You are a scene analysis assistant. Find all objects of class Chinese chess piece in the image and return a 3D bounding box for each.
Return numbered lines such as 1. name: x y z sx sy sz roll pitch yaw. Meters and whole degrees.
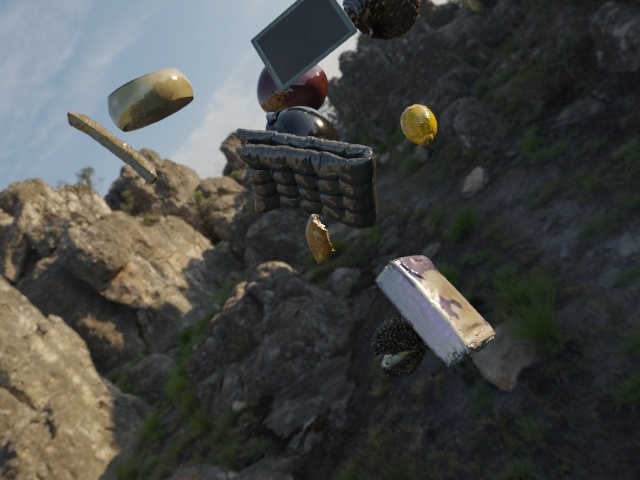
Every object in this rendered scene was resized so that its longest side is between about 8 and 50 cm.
1. Chinese chess piece: -0.495 -0.409 1.429 0.250 0.097 0.251 -24 12 6

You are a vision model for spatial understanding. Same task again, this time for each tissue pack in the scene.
1. tissue pack: 0.352 0.205 1.490 0.242 0.344 0.125 0 -44 -54

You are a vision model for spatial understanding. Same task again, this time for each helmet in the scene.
1. helmet: -0.035 -0.300 1.437 0.160 0.279 0.230 -33 -26 27

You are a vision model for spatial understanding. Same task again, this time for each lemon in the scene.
1. lemon: 0.327 -0.381 1.622 0.114 0.155 0.114 -17 -31 -10

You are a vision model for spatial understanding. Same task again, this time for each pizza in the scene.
1. pizza: -0.006 -0.004 2.276 0.134 0.271 0.056 0 31 33

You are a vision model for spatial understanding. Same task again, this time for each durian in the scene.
1. durian: 0.261 0.342 1.562 0.196 0.196 0.167 -37 18 41

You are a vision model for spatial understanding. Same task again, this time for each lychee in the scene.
1. lychee: 0.217 -0.858 1.730 0.300 0.300 0.300 -43 9 8

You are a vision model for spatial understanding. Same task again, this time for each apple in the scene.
1. apple: -0.118 -0.638 2.090 0.306 0.305 0.235 -51 -21 -38

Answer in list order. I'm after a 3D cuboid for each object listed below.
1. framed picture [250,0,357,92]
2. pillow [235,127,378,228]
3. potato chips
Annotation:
1. framed picture: -0.057 -0.630 1.519 0.296 0.232 0.019 -33 -18 16
2. pillow: -0.027 -0.140 1.134 0.228 0.326 0.101 77 -153 -54
3. potato chips: -0.699 -0.317 1.685 0.057 0.407 0.080 -59 -11 27
